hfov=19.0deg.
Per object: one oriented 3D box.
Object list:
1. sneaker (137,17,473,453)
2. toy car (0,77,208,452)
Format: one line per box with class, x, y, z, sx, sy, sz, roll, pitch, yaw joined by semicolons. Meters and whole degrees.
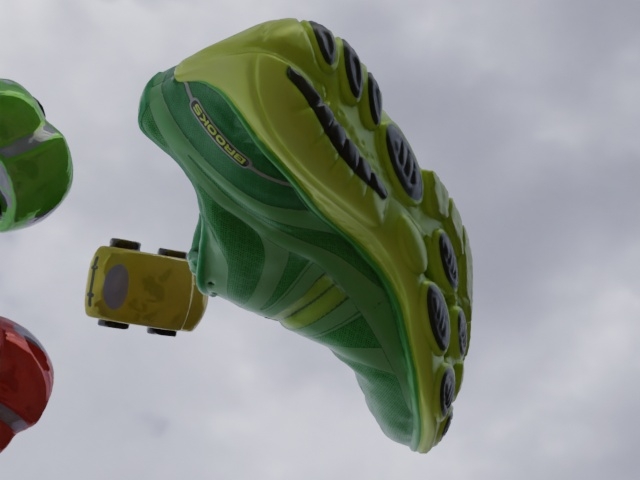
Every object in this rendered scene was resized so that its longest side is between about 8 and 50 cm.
sneaker;0.000;0.000;1.012;0.295;0.123;0.109;61;-145;-39
toy car;-0.174;0.005;1.229;0.239;0.053;0.225;-32;-65;-37
